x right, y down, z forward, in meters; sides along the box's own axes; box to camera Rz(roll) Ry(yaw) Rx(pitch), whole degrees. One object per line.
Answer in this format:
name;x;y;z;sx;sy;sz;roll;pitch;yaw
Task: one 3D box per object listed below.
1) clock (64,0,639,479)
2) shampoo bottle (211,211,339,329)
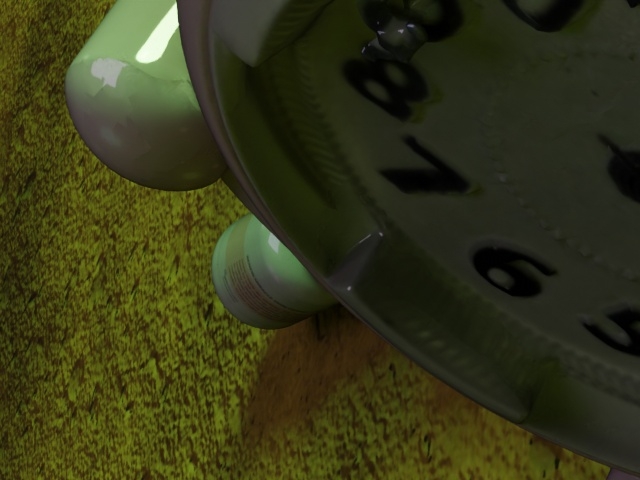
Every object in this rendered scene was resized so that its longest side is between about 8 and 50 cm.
clock;0.113;-0.056;0.503;0.184;0.342;0.326;-63;11;-23
shampoo bottle;0.000;0.000;1.058;0.192;0.074;0.074;149;130;-62
